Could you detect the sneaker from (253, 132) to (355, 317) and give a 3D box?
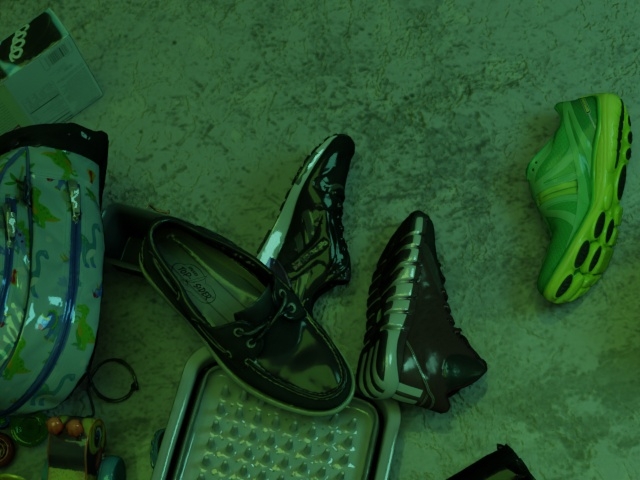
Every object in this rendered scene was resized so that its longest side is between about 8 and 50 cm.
[{"bbox_3d":[0.000,0.000,1.954,0.124,0.107,0.283,26,84,11],"label":"sneaker"}]

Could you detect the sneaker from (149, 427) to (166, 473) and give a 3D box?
[{"bbox_3d":[-0.170,0.324,1.864,0.078,0.067,0.188,-13,66,8],"label":"sneaker"}]

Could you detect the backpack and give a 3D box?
[{"bbox_3d":[-0.398,0.051,1.861,0.290,0.273,0.355,-26,68,34],"label":"backpack"}]

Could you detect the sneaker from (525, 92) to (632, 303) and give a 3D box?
[{"bbox_3d":[0.331,-0.054,1.940,0.124,0.109,0.295,5,71,33],"label":"sneaker"}]

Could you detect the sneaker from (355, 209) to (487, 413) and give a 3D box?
[{"bbox_3d":[0.147,0.105,1.908,0.163,0.106,0.281,24,57,-14],"label":"sneaker"}]

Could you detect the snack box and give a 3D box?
[{"bbox_3d":[-0.464,-0.167,2.015,0.322,0.187,0.060,-36,70,-7],"label":"snack box"}]

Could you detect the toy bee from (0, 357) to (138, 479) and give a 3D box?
[{"bbox_3d":[-0.319,0.285,1.848,0.195,0.162,0.298,-16,69,3],"label":"toy bee"}]

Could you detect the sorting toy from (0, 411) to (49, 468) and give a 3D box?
[{"bbox_3d":[-0.408,0.259,1.936,0.102,0.042,0.061,-31,85,-18],"label":"sorting toy"}]

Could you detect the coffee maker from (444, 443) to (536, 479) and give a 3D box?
[{"bbox_3d":[0.174,0.329,1.767,0.178,0.171,0.120,-31,69,-5],"label":"coffee maker"}]

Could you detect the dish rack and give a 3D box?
[{"bbox_3d":[-0.064,0.307,1.817,0.286,0.072,0.332,14,62,1],"label":"dish rack"}]

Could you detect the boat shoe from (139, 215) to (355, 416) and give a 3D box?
[{"bbox_3d":[-0.093,0.084,1.826,0.127,0.113,0.340,-40,73,-19],"label":"boat shoe"}]

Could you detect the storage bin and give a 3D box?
[{"bbox_3d":[-0.227,0.009,1.974,0.135,0.091,0.098,15,72,11],"label":"storage bin"}]
